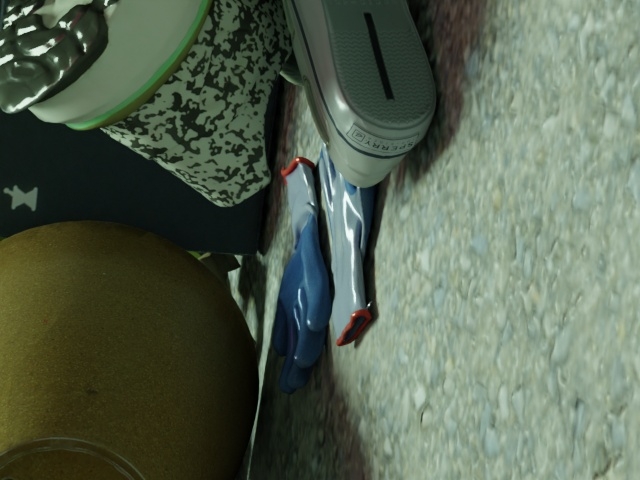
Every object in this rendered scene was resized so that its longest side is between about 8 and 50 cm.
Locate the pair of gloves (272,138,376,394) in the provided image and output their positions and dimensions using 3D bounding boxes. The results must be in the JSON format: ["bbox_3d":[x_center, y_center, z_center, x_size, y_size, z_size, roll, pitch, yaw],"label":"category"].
[{"bbox_3d":[0.000,0.000,1.082,0.198,0.023,0.159,126,145,-63],"label":"pair of gloves"}]

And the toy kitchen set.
[{"bbox_3d":[-0.087,0.056,1.295,0.075,0.068,0.083,60,-167,2],"label":"toy kitchen set"}]

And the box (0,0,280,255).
[{"bbox_3d":[-0.168,-0.180,1.387,0.395,0.212,0.293,-133,49,-70],"label":"box"}]

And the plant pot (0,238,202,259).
[{"bbox_3d":[-0.234,0.098,1.421,0.228,0.227,0.207,31,128,39],"label":"plant pot"}]

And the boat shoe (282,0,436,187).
[{"bbox_3d":[0.007,-0.135,0.980,0.076,0.083,0.226,121,149,-55],"label":"boat shoe"}]

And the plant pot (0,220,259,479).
[{"bbox_3d":[-0.155,0.133,1.112,0.254,0.237,0.237,-100,18,-75],"label":"plant pot"}]

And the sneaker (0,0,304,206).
[{"bbox_3d":[-0.052,-0.177,1.085,0.158,0.182,0.410,-18,37,39],"label":"sneaker"}]
